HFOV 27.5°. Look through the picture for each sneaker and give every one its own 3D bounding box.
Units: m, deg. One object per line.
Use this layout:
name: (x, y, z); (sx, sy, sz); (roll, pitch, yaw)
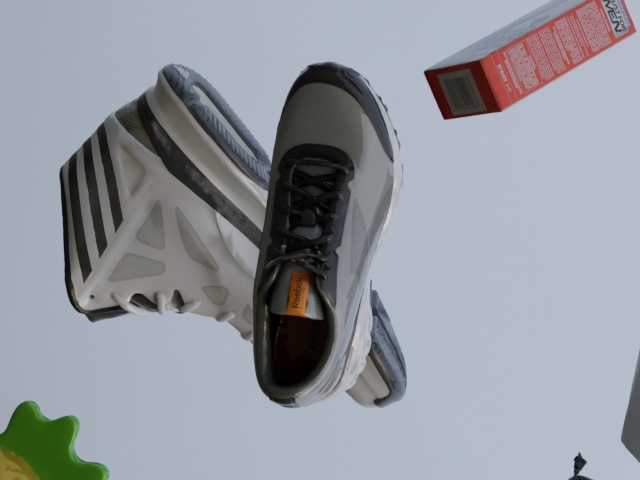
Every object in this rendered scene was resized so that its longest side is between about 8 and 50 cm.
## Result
sneaker: (0.000, 0.000, 0.998); (0.108, 0.100, 0.271); (-22, 117, -73)
sneaker: (-0.114, 0.049, 1.455); (0.447, 0.257, 0.169); (52, 14, -10)

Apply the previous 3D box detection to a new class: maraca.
maraca: (-0.239, 0.196, 0.952); (0.127, 0.185, 0.099); (57, 10, 3)

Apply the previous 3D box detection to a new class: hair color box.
hair color box: (0.186, -0.168, 1.164); (0.093, 0.167, 0.053); (-1, -64, 62)

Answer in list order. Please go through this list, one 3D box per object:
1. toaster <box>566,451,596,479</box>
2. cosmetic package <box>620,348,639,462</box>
toaster: (0.311, 0.358, 1.433); (0.168, 0.185, 0.110); (24, -42, 27)
cosmetic package: (0.353, 0.091, 1.165); (0.085, 0.117, 0.231); (-113, -146, -81)
